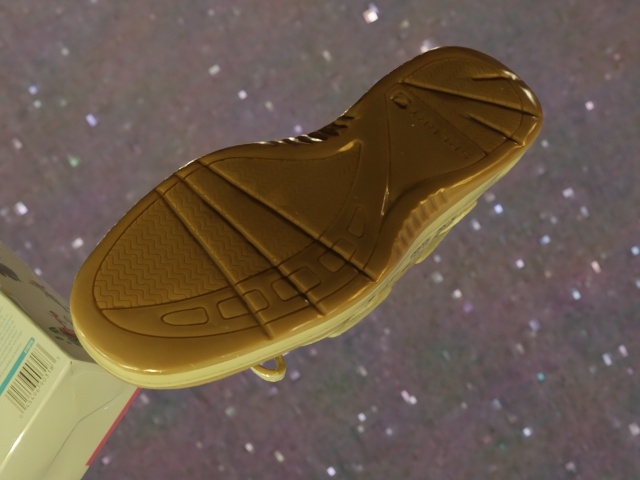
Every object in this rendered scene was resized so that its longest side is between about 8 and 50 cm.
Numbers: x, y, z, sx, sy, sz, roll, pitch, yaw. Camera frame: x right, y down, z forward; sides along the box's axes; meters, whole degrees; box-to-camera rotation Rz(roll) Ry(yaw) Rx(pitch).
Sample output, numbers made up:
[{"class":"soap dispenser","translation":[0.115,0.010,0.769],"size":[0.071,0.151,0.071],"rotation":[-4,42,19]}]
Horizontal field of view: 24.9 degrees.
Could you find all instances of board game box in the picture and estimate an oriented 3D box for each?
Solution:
[{"class":"board game box","translation":[-0.296,0.089,1.009],"size":[0.303,0.097,0.224],"rotation":[39,-82,27]}]

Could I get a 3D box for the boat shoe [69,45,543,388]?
[{"class":"boat shoe","translation":[0.000,0.000,0.717],"size":[0.285,0.104,0.089],"rotation":[-29,157,-33]}]
